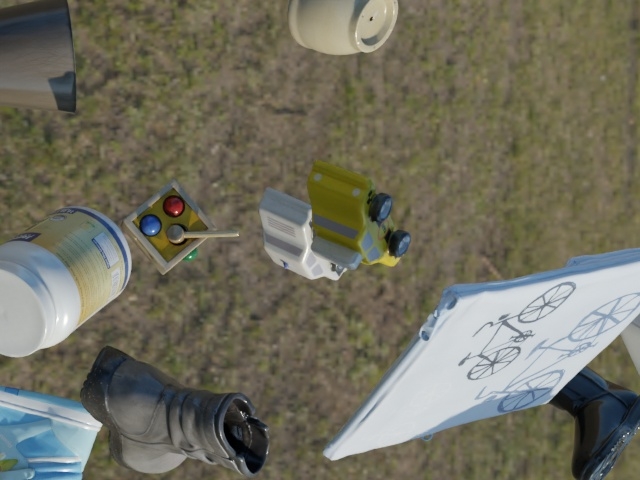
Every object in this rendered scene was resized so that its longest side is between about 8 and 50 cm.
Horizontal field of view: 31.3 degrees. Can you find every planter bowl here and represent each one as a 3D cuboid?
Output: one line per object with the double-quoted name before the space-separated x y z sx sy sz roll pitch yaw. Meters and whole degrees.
"planter bowl" 0.045 -0.344 1.695 0.162 0.109 0.162 -35 142 -33

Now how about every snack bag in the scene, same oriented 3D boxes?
"snack bag" 0.187 0.114 1.178 0.342 0.323 0.037 -9 58 -32

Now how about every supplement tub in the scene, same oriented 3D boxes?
"supplement tub" -0.553 0.081 2.321 0.316 0.228 0.228 -46 129 -60

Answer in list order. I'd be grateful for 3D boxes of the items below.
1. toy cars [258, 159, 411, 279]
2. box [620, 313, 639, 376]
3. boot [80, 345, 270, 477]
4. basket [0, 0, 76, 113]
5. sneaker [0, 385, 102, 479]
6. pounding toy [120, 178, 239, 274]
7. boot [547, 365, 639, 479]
"toy cars" 0.000 0.000 1.474 0.176 0.393 0.087 35 74 -12
"box" 0.587 0.067 1.538 0.345 0.168 0.215 -45 132 -10
"boot" -0.170 0.266 1.520 0.338 0.222 0.118 68 42 -64
"basket" -0.536 -0.308 1.920 0.227 0.154 0.204 -5 107 -18
"sneaker" -0.545 0.353 1.940 0.127 0.319 0.208 105 -4 -80
"pounding toy" -0.232 -0.018 1.881 0.130 0.100 0.141 -41 93 -14
"boot" 0.397 0.276 1.835 0.246 0.207 0.094 -35 146 -47
